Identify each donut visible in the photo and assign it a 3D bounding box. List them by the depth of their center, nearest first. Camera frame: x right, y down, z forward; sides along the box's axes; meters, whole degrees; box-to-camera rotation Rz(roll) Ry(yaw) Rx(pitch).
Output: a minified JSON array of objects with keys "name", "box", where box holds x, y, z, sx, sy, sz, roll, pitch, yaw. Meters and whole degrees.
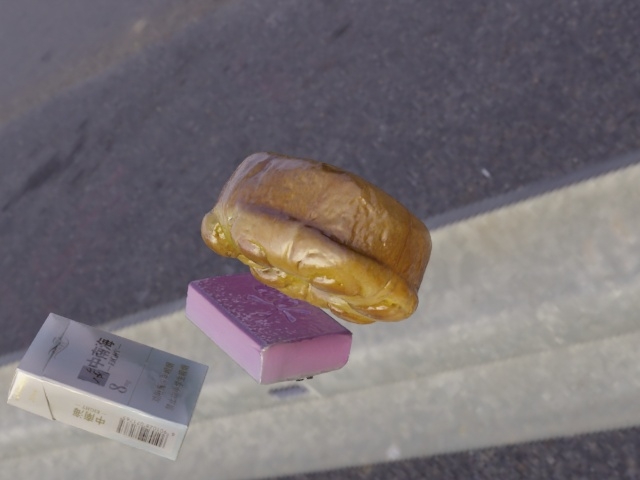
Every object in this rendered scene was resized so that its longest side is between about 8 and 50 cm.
[{"name":"donut","box":[0.000,0.001,1.170,0.226,0.226,0.113,4,66,58]}]

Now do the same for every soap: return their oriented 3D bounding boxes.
[{"name":"soap","box":[-0.092,0.141,2.018,0.259,0.181,0.081,37,124,47]}]

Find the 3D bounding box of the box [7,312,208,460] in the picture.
[{"name":"box","box":[-0.289,0.198,1.643,0.155,0.243,0.067,-75,5,-64]}]
